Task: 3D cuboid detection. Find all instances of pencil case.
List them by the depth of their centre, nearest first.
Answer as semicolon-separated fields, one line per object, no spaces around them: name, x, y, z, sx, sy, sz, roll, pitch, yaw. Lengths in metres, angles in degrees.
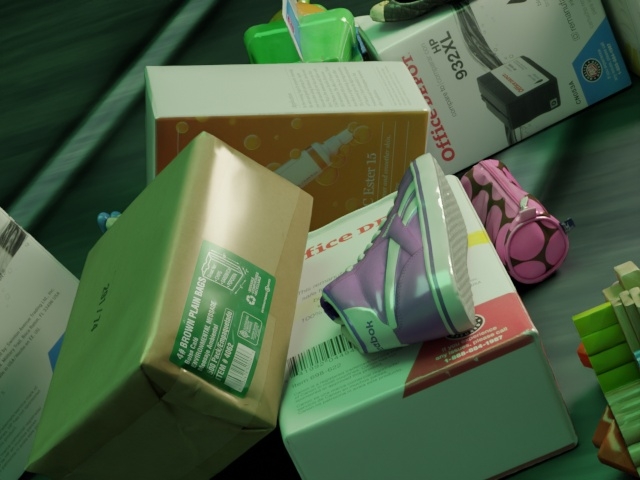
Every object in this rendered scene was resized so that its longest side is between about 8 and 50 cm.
pencil case;0.232;-0.031;2.043;0.095;0.098;0.209;-29;26;-4

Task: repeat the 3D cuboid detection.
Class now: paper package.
paper package;-0.163;0.099;1.838;0.309;0.168;0.325;-43;28;46

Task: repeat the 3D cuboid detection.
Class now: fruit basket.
fruit basket;0.003;-0.241;2.374;0.165;0.327;0.353;-8;28;11

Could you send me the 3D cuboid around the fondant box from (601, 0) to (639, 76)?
fondant box;0.419;-0.353;2.284;0.096;0.238;0.330;-29;27;-1

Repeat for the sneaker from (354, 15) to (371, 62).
sneaker;0.156;-0.309;2.599;0.330;0.130;0.147;-28;41;5

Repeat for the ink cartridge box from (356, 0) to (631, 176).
ink cartridge box;0.238;-0.256;2.290;0.307;0.223;0.129;-27;29;1

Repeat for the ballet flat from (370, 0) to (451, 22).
ballet flat;0.144;-0.332;2.207;0.173;0.049;0.057;-18;31;16

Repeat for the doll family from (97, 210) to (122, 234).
doll family;-0.182;-0.029;2.422;0.163;0.118;0.263;-13;12;38

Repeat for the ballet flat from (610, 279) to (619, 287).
ballet flat;0.412;0.060;1.766;0.221;0.077;0.079;0;18;42

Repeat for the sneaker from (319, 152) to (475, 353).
sneaker;0.071;0.013;1.757;0.161;0.102;0.282;-21;29;15

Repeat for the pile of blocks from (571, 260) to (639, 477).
pile of blocks;0.303;0.145;1.618;0.112;0.149;0.362;-23;28;6

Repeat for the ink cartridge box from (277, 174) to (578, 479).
ink cartridge box;0.090;0.116;1.841;0.279;0.160;0.385;-24;28;4

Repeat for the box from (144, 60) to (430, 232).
box;-0.050;-0.101;2.143;0.345;0.215;0.168;-3;28;-9

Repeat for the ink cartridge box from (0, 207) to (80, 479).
ink cartridge box;-0.476;0.092;2.070;0.285;0.395;0.166;-51;33;-14
